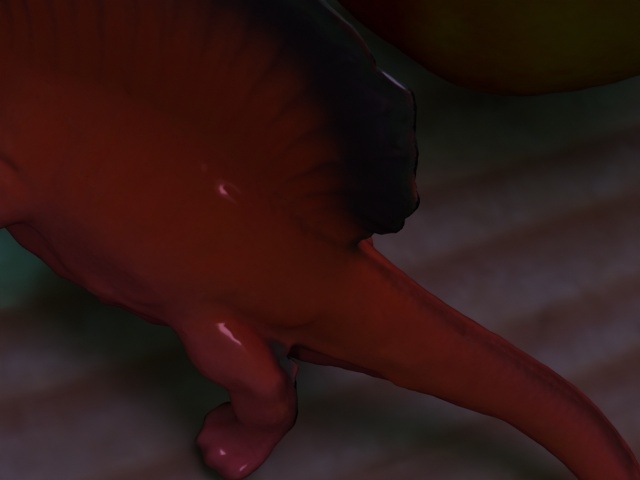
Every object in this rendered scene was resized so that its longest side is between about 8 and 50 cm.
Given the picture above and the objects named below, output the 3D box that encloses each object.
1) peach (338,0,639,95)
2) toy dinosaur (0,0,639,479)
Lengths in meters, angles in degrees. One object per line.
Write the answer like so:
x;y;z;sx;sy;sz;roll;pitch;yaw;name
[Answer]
0.080;-0.136;0.485;0.197;0.197;0.197;12;52;-16;peach
0.000;-0.006;0.374;0.286;0.139;0.070;31;50;-2;toy dinosaur
